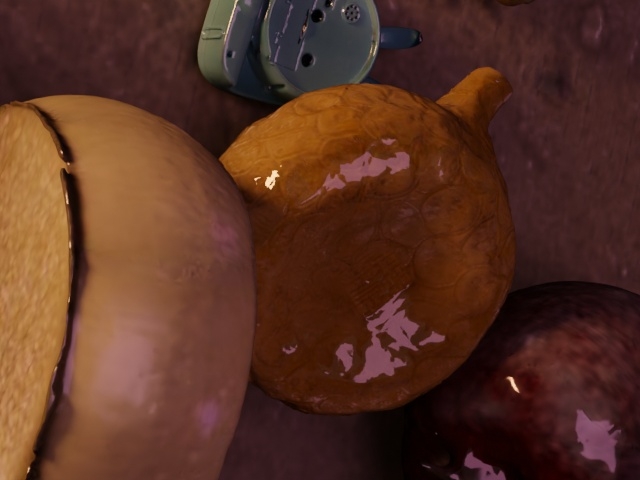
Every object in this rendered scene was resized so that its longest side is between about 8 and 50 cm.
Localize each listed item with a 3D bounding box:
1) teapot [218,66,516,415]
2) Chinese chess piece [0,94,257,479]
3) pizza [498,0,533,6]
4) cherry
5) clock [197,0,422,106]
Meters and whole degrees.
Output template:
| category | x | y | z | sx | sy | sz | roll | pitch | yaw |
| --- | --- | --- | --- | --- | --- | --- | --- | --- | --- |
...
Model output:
| category | x | y | z | sx | sy | sz | roll | pitch | yaw |
| --- | --- | --- | --- | --- | --- | --- | --- | --- | --- |
| teapot | 0.000 | 0.000 | 1.041 | 0.311 | 0.167 | 0.203 | -37 | 122 | 0 |
| Chinese chess piece | -0.143 | 0.056 | 0.887 | 0.112 | 0.270 | 0.270 | 15 | 87 | -32 |
| pizza | 0.095 | -0.301 | 1.122 | 0.197 | 0.058 | 0.292 | -42 | 116 | -22 |
| cherry | 0.173 | 0.140 | 1.128 | 0.300 | 0.203 | 0.230 | -15 | 98 | -40 |
| clock | -0.003 | -0.134 | 1.086 | 0.147 | 0.045 | 0.108 | 18 | 86 | -32 |
